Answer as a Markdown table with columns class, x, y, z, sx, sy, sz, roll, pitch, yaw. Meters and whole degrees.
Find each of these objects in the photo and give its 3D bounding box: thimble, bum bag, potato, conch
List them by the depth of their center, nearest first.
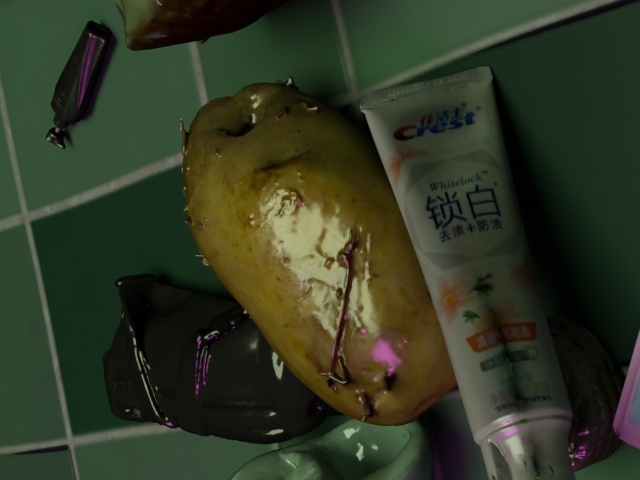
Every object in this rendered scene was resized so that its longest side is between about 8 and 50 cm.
| class | x | y | z | sx | sy | sz | roll | pitch | yaw |
| --- | --- | --- | --- | --- | --- | --- | --- | --- | --- |
| thimble | 0.164 | 0.106 | 0.855 | 0.084 | 0.062 | 0.110 | -15 | 86 | 41 |
| potato | 0.000 | 0.000 | 0.941 | 0.300 | 0.140 | 0.173 | 54 | 133 | 19 |
| conch | 0.009 | 0.212 | 0.966 | 0.221 | 0.121 | 0.185 | -17 | 43 | 52 |
| bum bag | -0.112 | 0.102 | 1.097 | 0.326 | 0.080 | 0.142 | 0 | 90 | 47 |

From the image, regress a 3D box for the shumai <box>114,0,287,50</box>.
| class | x | y | z | sx | sy | sz | roll | pitch | yaw |
| --- | --- | --- | --- | --- | --- | --- | --- | --- | --- |
| shumai | -0.116 | -0.314 | 0.916 | 0.324 | 0.397 | 0.323 | -21 | 109 | 47 |

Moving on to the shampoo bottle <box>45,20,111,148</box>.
| class | x | y | z | sx | sy | sz | roll | pitch | yaw |
| --- | --- | --- | --- | --- | --- | --- | --- | --- | --- |
| shampoo bottle | -0.245 | -0.154 | 1.228 | 0.048 | 0.027 | 0.137 | 50 | 127 | 29 |

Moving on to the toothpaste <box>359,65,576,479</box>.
| class | x | y | z | sx | sy | sz | roll | pitch | yaw |
| --- | --- | --- | --- | --- | --- | --- | --- | --- | --- |
| toothpaste | 0.108 | 0.022 | 0.831 | 0.100 | 0.066 | 0.323 | -14 | 63 | 2 |

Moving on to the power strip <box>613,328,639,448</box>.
| class | x | y | z | sx | sy | sz | roll | pitch | yaw |
| --- | --- | --- | --- | --- | --- | --- | --- | --- | --- |
| power strip | 0.266 | 0.028 | 0.764 | 0.109 | 0.037 | 0.279 | 26 | 113 | 39 |
